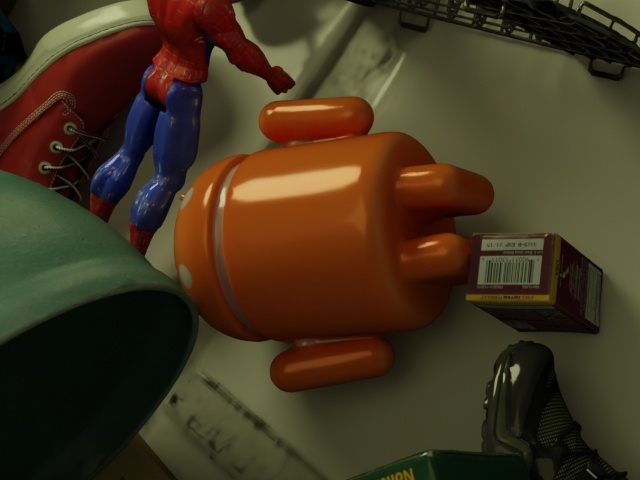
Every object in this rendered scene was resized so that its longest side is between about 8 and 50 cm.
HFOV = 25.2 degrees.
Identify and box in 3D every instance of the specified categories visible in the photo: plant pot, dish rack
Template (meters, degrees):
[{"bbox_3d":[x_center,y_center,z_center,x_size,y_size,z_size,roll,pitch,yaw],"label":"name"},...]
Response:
[{"bbox_3d":[-0.249,0.062,0.887,0.293,0.293,0.196,-45,71,10],"label":"plant pot"},{"bbox_3d":[0.073,-0.170,0.882,0.271,0.208,0.074,21,97,33],"label":"dish rack"}]

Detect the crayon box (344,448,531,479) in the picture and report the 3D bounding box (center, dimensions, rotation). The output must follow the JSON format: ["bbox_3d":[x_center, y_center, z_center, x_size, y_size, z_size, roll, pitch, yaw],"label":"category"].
[{"bbox_3d":[-0.019,0.318,0.781,0.363,0.106,0.313,-27,67,32],"label":"crayon box"}]

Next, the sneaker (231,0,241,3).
[{"bbox_3d":[-0.039,-0.292,1.055,0.236,0.095,0.104,-50,44,6],"label":"sneaker"}]

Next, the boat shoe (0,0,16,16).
[{"bbox_3d":[-0.388,-0.274,1.238,0.307,0.104,0.111,25,88,34],"label":"boat shoe"}]

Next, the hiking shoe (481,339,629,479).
[{"bbox_3d":[0.161,0.160,0.801,0.114,0.086,0.227,-15,73,13],"label":"hiking shoe"}]

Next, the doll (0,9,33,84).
[{"bbox_3d":[-0.291,-0.138,1.148,0.189,0.046,0.129,3,111,9],"label":"doll"}]

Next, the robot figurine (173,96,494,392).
[{"bbox_3d":[0.000,0.002,0.908,0.219,0.158,0.128,-6,30,28],"label":"robot figurine"}]

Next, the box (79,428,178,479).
[{"bbox_3d":[-0.171,0.207,1.005,0.164,0.021,0.201,-51,56,6],"label":"box"}]

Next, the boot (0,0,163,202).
[{"bbox_3d":[-0.182,-0.054,1.061,0.244,0.088,0.176,-31,61,27],"label":"boot"}]

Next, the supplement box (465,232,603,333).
[{"bbox_3d":[0.129,0.026,0.850,0.055,0.083,0.043,-1,73,30],"label":"supplement box"}]

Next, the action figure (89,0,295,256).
[{"bbox_3d":[-0.080,-0.101,1.004,0.091,0.139,0.280,36,123,32],"label":"action figure"}]
